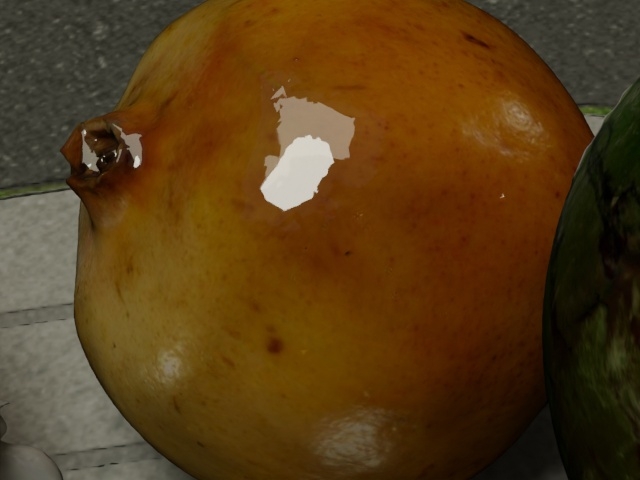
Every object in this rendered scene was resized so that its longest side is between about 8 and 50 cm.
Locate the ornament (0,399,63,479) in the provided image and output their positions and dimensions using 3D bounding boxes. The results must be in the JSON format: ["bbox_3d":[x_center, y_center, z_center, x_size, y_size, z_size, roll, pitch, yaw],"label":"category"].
[{"bbox_3d":[-0.311,0.085,0.733,0.337,0.337,0.337,-5,45,5],"label":"ornament"}]

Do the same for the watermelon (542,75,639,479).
[{"bbox_3d":[0.265,0.050,0.652,0.363,0.363,0.363,-5,45,5],"label":"watermelon"}]

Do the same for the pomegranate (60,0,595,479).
[{"bbox_3d":[0.000,0.000,0.805,0.264,0.264,0.264,-5,45,5],"label":"pomegranate"}]
